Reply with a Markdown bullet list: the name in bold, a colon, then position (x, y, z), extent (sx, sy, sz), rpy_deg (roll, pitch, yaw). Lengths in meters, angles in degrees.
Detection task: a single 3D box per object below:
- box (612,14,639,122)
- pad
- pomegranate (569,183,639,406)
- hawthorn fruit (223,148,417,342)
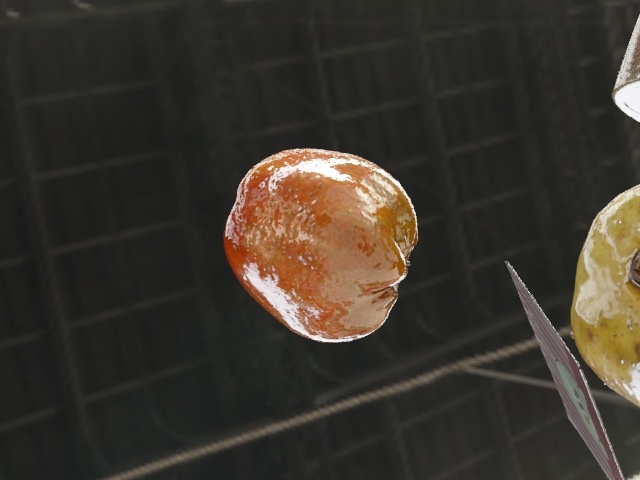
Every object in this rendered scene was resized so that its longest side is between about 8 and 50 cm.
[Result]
- **box**: position (0.468, -0.208, 1.764), extent (0.301, 0.301, 0.216), rpy_deg (25, -103, -50)
- **pad**: position (0.295, 0.180, 2.005), extent (0.005, 0.202, 0.300), rpy_deg (-28, -49, -1)
- **pomegranate**: position (0.402, 0.063, 1.787), extent (0.281, 0.281, 0.281), rpy_deg (-12, -75, -50)
- **hawthorn fruit**: position (0.000, 0.000, 1.595), extent (0.189, 0.189, 0.189), rpy_deg (-12, -75, -50)
